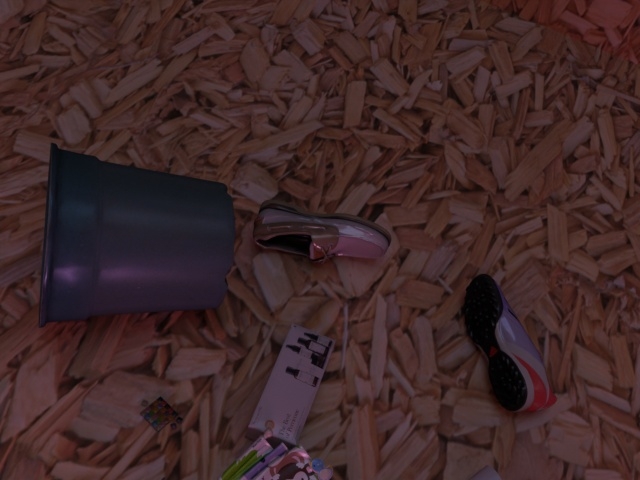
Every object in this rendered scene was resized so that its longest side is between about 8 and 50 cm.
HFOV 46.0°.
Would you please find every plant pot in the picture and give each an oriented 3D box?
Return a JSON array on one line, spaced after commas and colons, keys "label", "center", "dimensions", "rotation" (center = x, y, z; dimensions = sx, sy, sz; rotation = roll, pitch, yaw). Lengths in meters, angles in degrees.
[{"label": "plant pot", "center": [-0.353, 0.001, 1.444], "dimensions": [0.334, 0.341, 0.341], "rotation": [4, 53, -20]}]

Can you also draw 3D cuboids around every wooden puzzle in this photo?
[{"label": "wooden puzzle", "center": [-0.299, 0.322, 1.399], "dimensions": [0.083, 0.006, 0.049], "rotation": [41, 55, 17]}]

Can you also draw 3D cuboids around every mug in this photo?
[{"label": "mug", "center": [0.305, 0.468, 1.402], "dimensions": [0.064, 0.062, 0.078], "rotation": [-23, 55, -18]}]

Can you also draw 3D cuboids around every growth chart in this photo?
[{"label": "growth chart", "center": [-0.053, 0.446, 1.323], "dimensions": [0.237, 0.021, 0.172], "rotation": [39, 71, 8]}]

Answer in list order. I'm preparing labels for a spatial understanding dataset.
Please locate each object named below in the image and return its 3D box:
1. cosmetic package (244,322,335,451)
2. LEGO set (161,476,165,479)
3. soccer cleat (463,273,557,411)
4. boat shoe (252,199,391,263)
[{"label": "cosmetic package", "center": [-0.055, 0.282, 1.453], "dimensions": [0.099, 0.060, 0.239], "rotation": [20, 52, 3]}, {"label": "LEGO set", "center": [-0.276, 0.453, 1.301], "dimensions": [0.054, 0.023, 0.083], "rotation": [21, 65, 5]}, {"label": "soccer cleat", "center": [0.397, 0.215, 1.599], "dimensions": [0.116, 0.108, 0.318], "rotation": [11, 47, -31]}, {"label": "boat shoe", "center": [0.000, 0.000, 1.654], "dimensions": [0.302, 0.113, 0.103], "rotation": [11, 53, 8]}]
